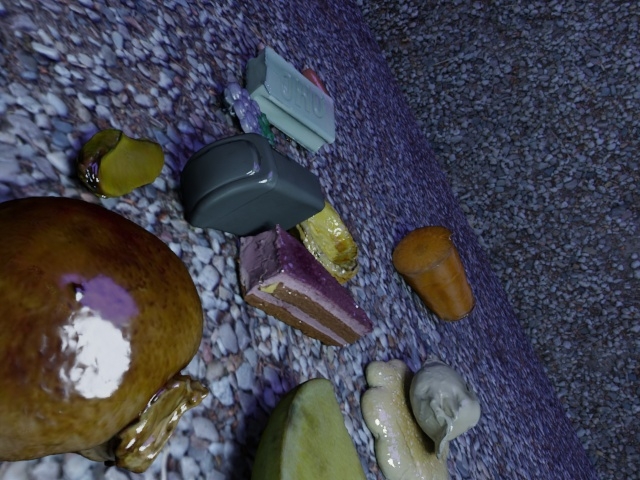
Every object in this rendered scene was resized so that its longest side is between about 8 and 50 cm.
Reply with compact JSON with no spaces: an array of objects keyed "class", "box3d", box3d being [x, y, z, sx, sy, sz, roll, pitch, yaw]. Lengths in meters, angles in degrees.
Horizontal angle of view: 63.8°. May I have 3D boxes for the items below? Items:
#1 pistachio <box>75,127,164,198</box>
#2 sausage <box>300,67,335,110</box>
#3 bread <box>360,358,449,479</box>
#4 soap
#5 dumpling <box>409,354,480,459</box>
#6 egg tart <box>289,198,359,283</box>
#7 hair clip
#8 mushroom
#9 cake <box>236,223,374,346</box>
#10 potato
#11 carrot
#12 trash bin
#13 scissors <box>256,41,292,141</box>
[{"class":"pistachio","box3d":[-0.286,-0.112,0.722,0.173,0.049,0.089,-51,135,-65]},{"class":"sausage","box3d":[-0.013,-0.447,1.560,0.154,0.062,0.062,59,25,-6]},{"class":"bread","box3d":[0.189,0.392,1.091,0.316,0.054,0.316,41,34,-35]},{"class":"soap","box3d":[-0.072,-0.346,1.278,0.261,0.094,0.150,28,47,-44]},{"class":"dumpling","box3d":[0.255,0.353,1.074,0.247,0.142,0.172,-65,157,-67]},{"class":"egg tart","box3d":[-0.001,0.001,1.091,0.212,0.090,0.212,45,27,-31]},{"class":"hair clip","box3d":[-0.158,-0.263,1.135,0.195,0.052,0.124,36,44,-56]},{"class":"mushroom","box3d":[-0.224,0.082,0.473,0.283,0.195,0.263,53,21,-17]},{"class":"cake","box3d":[-0.027,0.107,0.912,0.295,0.116,0.113,44,34,-27]},{"class":"potato","box3d":[-0.012,0.326,0.719,0.269,0.112,0.255,44,26,-38]},{"class":"carrot","box3d":[0.357,0.104,1.560,0.254,0.196,0.196,53,26,-32]},{"class":"trash bin","box3d":[-0.116,-0.081,0.864,0.236,0.176,0.101,20,46,-59]},{"class":"scissors","box3d":[-0.109,-0.389,1.367,0.160,0.024,0.317,24,46,-52]}]
